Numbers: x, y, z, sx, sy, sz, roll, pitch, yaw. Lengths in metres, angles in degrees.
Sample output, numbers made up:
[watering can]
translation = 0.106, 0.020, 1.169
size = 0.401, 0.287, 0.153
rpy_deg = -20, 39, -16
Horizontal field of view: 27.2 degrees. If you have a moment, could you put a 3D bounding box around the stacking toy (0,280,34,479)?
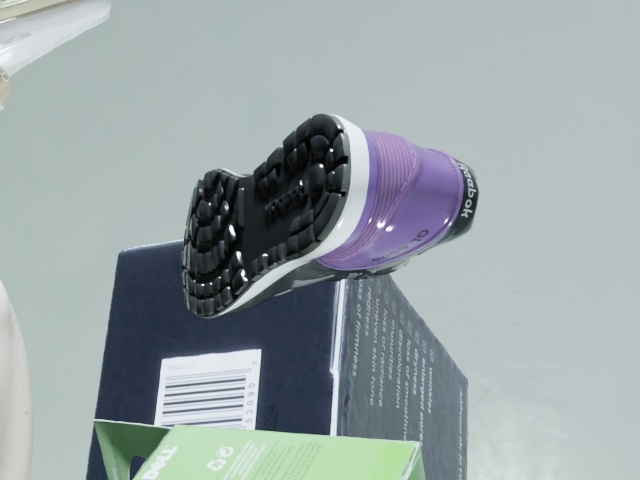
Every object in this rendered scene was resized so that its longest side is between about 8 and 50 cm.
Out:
[stacking toy]
translation = -0.482, 0.138, 0.942
size = 0.480, 0.350, 0.351
rpy_deg = -3, 93, 24

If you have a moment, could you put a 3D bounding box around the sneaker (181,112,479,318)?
[sneaker]
translation = 0.000, 0.000, 0.896
size = 0.283, 0.124, 0.107
rpy_deg = -18, 67, 61

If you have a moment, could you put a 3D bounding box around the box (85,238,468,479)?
[box]
translation = -0.028, 0.301, 1.509
size = 0.297, 0.472, 0.480
rpy_deg = -8, 60, 22

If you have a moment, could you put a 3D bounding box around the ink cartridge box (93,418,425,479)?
[ink cartridge box]
translation = -0.042, 0.168, 0.750
size = 0.209, 0.062, 0.109
rpy_deg = 1, 117, 23

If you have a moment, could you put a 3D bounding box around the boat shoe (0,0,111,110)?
[boat shoe]
translation = -0.306, -0.139, 1.079
size = 0.113, 0.302, 0.103
rpy_deg = 45, 154, 59
